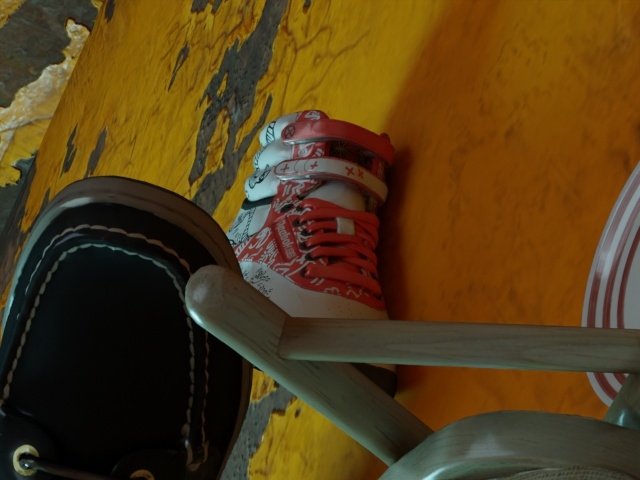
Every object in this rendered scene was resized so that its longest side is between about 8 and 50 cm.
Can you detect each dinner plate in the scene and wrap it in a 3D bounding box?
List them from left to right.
[{"bbox_3d":[0.150,0.005,0.706,0.141,0.017,0.141,-56,22,37],"label":"dinner plate"}]

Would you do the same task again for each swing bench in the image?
[{"bbox_3d":[0.042,0.176,0.537,0.254,0.165,0.253,63,-146,-58],"label":"swing bench"}]

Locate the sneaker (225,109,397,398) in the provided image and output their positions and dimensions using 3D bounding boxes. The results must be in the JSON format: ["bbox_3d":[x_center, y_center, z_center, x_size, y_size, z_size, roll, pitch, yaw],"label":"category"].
[{"bbox_3d":[-0.001,-0.001,1.038,0.270,0.090,0.145,-145,75,-75],"label":"sneaker"}]

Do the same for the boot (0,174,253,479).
[{"bbox_3d":[-0.138,0.185,0.873,0.284,0.138,0.377,-76,4,-55],"label":"boot"}]
